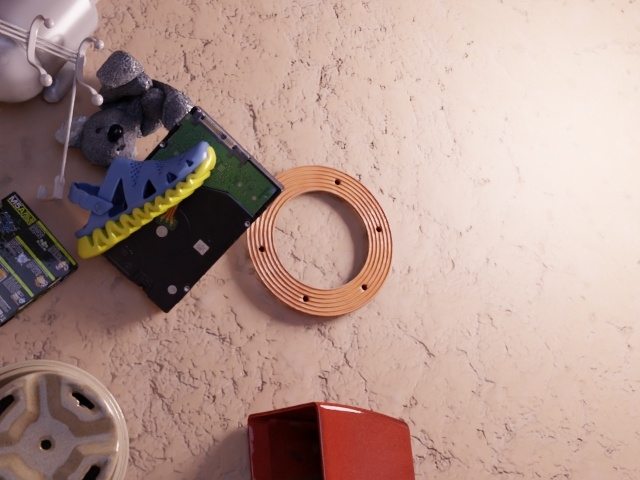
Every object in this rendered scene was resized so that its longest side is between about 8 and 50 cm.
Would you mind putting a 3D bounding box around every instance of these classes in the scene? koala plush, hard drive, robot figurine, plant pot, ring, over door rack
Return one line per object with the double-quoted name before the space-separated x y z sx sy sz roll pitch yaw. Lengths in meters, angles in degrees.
"koala plush" -0.396 -0.236 1.745 0.196 0.203 0.221 34 86 -23
"hard drive" -0.266 -0.059 1.693 0.237 0.064 0.339 42 100 -5
"robot figurine" -0.571 -0.408 1.693 0.353 0.199 0.300 -57 133 -25
"plant pot" -0.463 0.345 1.461 0.333 0.305 0.334 6 73 -20
"ring" 0.000 0.000 1.890 0.336 0.032 0.337 6 72 -19
"over door rack" -0.519 -0.242 1.550 0.239 0.108 0.324 17 85 -48
"plant pot" 0.033 0.446 1.665 0.235 0.267 0.268 3 74 -33

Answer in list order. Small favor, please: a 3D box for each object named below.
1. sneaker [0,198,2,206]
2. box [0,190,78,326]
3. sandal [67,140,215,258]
"sneaker" -0.727 -0.196 1.612 0.150 0.135 0.366 -25 78 -14
"box" -0.587 0.034 1.647 0.191 0.045 0.184 49 62 -1
"sandal" -0.338 -0.096 1.601 0.317 0.126 0.138 -31 93 6
